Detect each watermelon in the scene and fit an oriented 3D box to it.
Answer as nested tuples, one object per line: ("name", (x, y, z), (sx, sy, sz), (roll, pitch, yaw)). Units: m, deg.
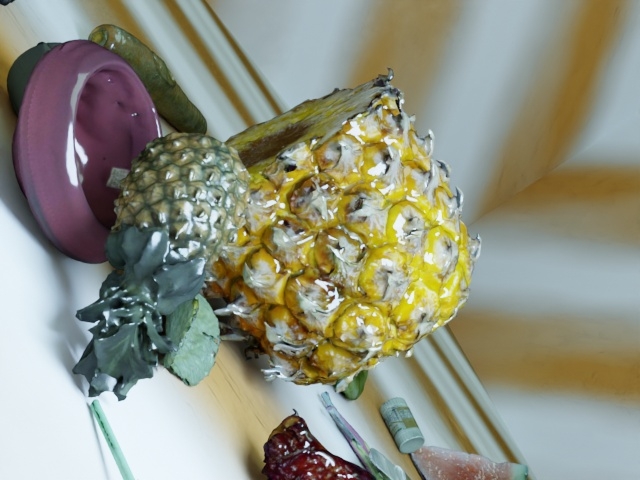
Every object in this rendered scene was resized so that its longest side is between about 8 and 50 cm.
("watermelon", (0.223, 0.430, 1.858), (0.202, 0.136, 0.207), (21, 32, 13))

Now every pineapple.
("pineapple", (-0.132, 0.022, 0.909), (0.125, 0.125, 0.251), (51, 34, -31))
("pineapple", (0.002, 0.000, 1.291), (0.352, 0.352, 0.300), (-80, 146, -79))

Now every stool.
("stool", (-0.252, -0.135, 1.093), (0.110, 0.096, 0.096), (54, 5, 34))

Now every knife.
("knife", (0.106, 0.325, 1.535), (0.298, 0.017, 0.047), (57, 13, -61))

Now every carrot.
("carrot", (-0.238, -0.225, 1.662), (0.070, 0.070, 0.342), (59, 7, 25))

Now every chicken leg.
("chicken leg", (0.053, 0.305, 1.169), (0.158, 0.096, 0.407), (38, -7, 37))

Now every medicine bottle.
("medicine bottle", (0.133, 0.300, 1.820), (0.047, 0.047, 0.083), (47, 12, -49))

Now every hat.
("hat", (-0.214, -0.077, 0.992), (0.205, 0.089, 0.205), (-1, 90, -70))

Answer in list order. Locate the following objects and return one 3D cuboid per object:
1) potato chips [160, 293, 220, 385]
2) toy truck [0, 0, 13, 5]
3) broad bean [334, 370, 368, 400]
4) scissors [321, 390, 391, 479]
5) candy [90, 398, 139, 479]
("potato chips", (-0.139, 0.056, 1.074), (0.228, 0.059, 0.167), (90, -20, -76))
("toy truck", (-0.366, -0.355, 1.332), (0.121, 0.088, 0.259), (54, 9, -15))
("broad bean", (0.027, 0.166, 1.699), (0.153, 0.072, 0.207), (51, 20, -18))
("scissors", (0.057, 0.283, 1.517), (0.187, 0.020, 0.133), (55, 4, -17))
("candy", (-0.121, 0.180, 0.768), (0.061, 0.061, 0.202), (48, 3, -47))
